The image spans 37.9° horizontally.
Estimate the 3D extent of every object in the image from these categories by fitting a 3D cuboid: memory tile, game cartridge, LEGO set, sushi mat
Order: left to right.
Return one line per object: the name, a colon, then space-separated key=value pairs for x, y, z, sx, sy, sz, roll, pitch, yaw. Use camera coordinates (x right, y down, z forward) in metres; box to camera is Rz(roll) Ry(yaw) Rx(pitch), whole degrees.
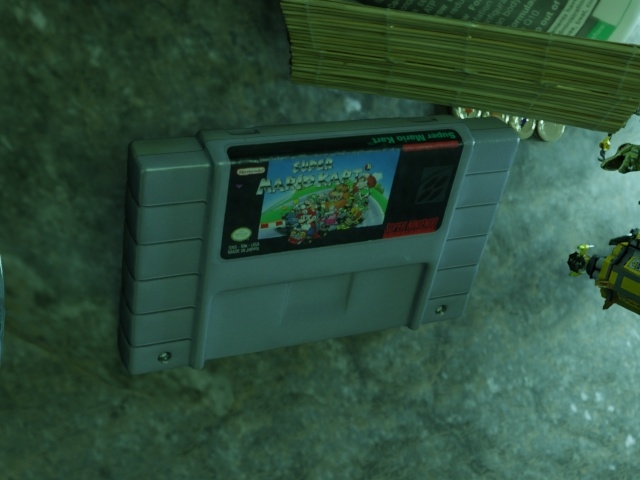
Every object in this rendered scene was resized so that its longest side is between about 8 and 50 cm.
game cartridge: x=0.000 y=0.000 z=0.843 sx=0.355 sy=0.068 sz=0.230 roll=-7 pitch=133 yaw=-24
sushi mat: x=0.123 y=-0.151 z=0.811 sx=0.316 sy=0.151 sz=0.019 roll=9 pitch=71 yaw=3
memory tile: x=0.205 y=-0.167 z=0.993 sx=0.148 sy=0.012 sz=0.113 roll=7 pitch=95 yaw=-26
LEGO set: x=0.354 y=-0.085 z=0.975 sx=0.255 sy=0.192 sz=0.331 roll=-13 pitch=119 yaw=-37

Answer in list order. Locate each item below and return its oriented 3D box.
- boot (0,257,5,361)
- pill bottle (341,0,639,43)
boot: x=-0.284 y=-0.056 z=0.535 sx=0.146 sy=0.445 sz=0.367 roll=-2 pitch=99 yaw=-25
pill bottle: x=0.095 y=-0.281 z=0.806 sx=0.361 sy=0.204 sz=0.204 roll=18 pitch=90 yaw=-18
